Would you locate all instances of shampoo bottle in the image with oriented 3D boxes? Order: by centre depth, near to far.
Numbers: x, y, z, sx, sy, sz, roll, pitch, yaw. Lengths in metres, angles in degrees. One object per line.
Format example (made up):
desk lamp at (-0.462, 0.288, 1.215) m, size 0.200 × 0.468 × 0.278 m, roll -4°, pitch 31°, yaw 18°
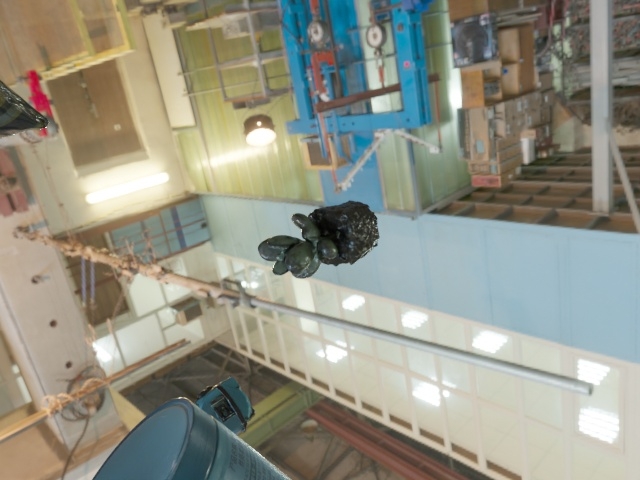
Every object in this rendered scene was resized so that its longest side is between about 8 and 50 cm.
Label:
shampoo bottle at (-0.220, 0.521, 0.932) m, size 0.331 × 0.342 × 0.331 m, roll -38°, pitch -159°, yaw 18°

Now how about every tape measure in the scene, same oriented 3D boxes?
tape measure at (-0.239, 0.423, 1.276) m, size 0.125 × 0.081 × 0.146 m, roll -30°, pitch -111°, yaw -26°

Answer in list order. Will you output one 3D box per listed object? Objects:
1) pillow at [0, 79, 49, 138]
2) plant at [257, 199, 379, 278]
pillow at (-0.382, -0.147, 0.434) m, size 0.208 × 0.212 × 0.052 m, roll -8°, pitch -123°, yaw 27°
plant at (0.002, 0.000, 1.158) m, size 0.274 × 0.149 × 0.146 m, roll -20°, pitch -169°, yaw -33°
